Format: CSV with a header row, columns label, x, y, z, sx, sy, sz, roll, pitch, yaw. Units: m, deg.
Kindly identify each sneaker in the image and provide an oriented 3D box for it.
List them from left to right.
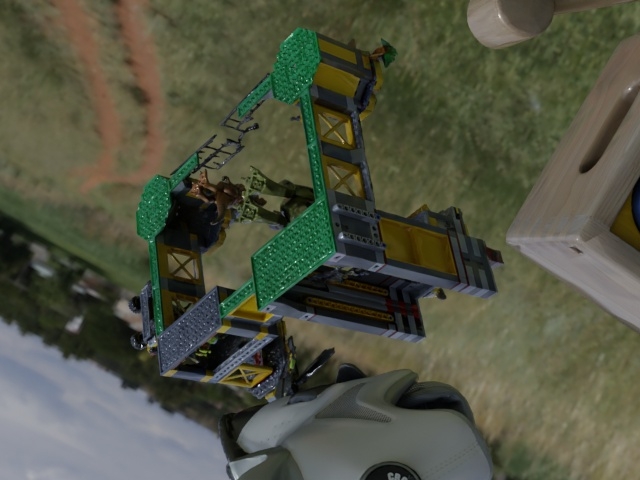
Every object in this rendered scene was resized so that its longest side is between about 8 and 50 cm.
label,x,y,z,sx,sy,sz,roll,pitch,yaw
sneaker,0.022,0.142,0.667,0.122,0.146,0.330,64,171,-1

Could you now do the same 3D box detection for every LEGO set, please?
label,x,y,z,sx,sy,sz,roll,pitch,yaw
LEGO set,0.000,0.000,0.916,0.192,0.331,0.254,15,-136,-36

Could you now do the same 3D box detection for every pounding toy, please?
label,x,y,z,sx,sy,sz,roll,pitch,yaw
pounding toy,0.168,-0.063,0.520,0.206,0.181,0.094,33,172,-11
